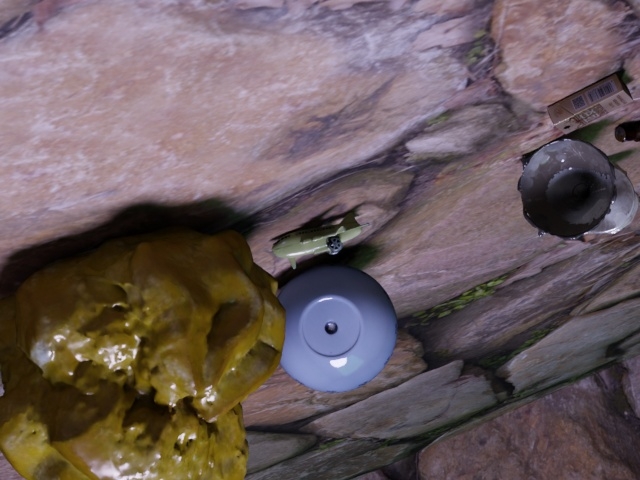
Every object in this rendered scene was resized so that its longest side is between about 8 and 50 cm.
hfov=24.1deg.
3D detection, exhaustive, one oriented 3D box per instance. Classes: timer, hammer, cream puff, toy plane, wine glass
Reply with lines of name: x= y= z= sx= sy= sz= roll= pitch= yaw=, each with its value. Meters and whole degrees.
timer: x=0.001 y=0.101 z=1.884 sx=0.175 sy=0.175 sz=0.255 roll=-17 pitch=-167 yaw=-15
hammer: x=0.408 y=-0.160 z=1.715 sx=0.065 sy=0.021 sz=0.178 roll=-10 pitch=160 yaw=-30
cream puff: x=-0.156 y=0.131 z=1.518 sx=0.274 sy=0.269 sz=0.323 roll=-37 pitch=160 yaw=30
toy plane: x=0.000 y=0.000 z=1.687 sx=0.111 sy=0.040 sz=0.102 roll=-21 pitch=175 yaw=-7
wine glass: x=0.316 y=-0.058 z=1.791 sx=0.122 sy=0.122 sz=0.183 roll=-27 pitch=169 yaw=20

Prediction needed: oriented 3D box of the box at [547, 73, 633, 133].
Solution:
box: x=0.289 y=-0.146 z=1.607 sx=0.083 sy=0.024 sz=0.053 roll=-29 pitch=162 yaw=19
